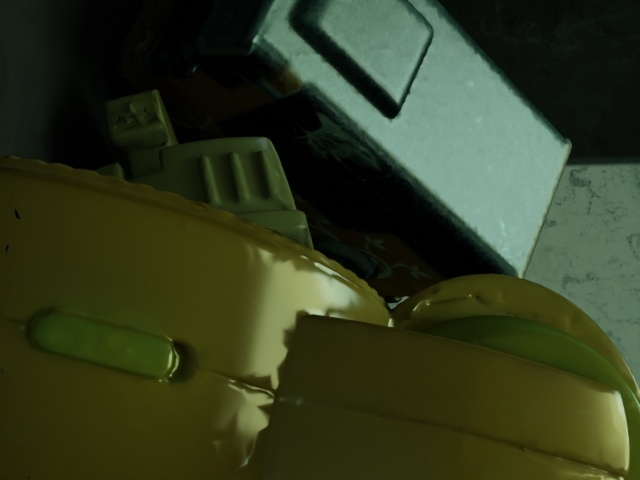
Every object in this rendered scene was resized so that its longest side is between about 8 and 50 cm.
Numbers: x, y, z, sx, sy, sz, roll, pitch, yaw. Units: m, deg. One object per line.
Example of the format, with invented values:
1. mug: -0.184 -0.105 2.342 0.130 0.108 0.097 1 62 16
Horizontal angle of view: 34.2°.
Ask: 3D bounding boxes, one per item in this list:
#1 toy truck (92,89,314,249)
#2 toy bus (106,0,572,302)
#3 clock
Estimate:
1. toy truck: -0.062 0.083 0.742 0.405 0.180 0.254 69 7 -59
2. toy bus: 0.024 -0.095 0.790 0.323 0.194 0.162 39 64 -31
3. clock: -0.049 0.085 0.413 0.244 0.317 0.200 132 -23 -68
